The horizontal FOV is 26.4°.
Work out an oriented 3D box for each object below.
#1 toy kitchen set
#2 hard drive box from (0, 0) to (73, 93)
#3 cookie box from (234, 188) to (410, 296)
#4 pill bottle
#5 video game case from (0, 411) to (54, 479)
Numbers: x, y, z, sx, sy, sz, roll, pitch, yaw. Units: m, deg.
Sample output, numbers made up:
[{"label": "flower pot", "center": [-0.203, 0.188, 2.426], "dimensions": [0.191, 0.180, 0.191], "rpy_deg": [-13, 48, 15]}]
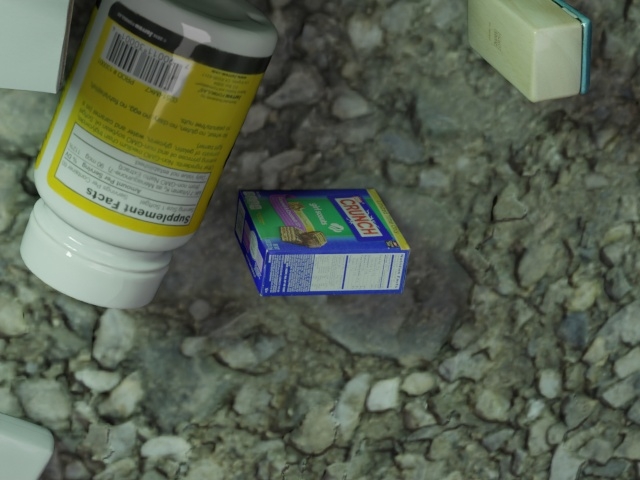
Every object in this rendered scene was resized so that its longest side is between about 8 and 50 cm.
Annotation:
[{"label": "toy kitchen set", "center": [0.196, -0.220, 0.916], "dimensions": [0.166, 0.122, 0.207], "rpy_deg": [-10, 120, -11]}, {"label": "hard drive box", "center": [-0.183, -0.208, 0.743], "dimensions": [0.089, 0.232, 0.181], "rpy_deg": [4, 115, -19]}, {"label": "cookie box", "center": [0.000, 0.000, 0.992], "dimensions": [0.107, 0.092, 0.040], "rpy_deg": [-1, 120, -17]}, {"label": "pill bottle", "center": [-0.119, -0.067, 0.904], "dimensions": [0.119, 0.119, 0.208], "rpy_deg": [16, 112, -24]}, {"label": "video game case", "center": [-0.408, 0.228, 1.022], "dimensions": [0.300, 0.036, 0.329], "rpy_deg": [25, 108, -26]}]
